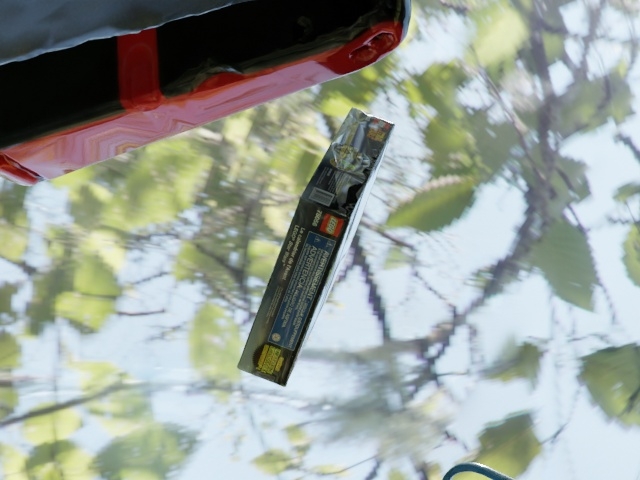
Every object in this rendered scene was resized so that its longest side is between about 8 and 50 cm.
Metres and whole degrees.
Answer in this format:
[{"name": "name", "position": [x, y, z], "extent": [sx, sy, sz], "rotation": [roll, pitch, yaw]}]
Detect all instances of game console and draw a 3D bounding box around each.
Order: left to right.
[{"name": "game console", "position": [-0.100, -0.244, 0.988], "extent": [0.342, 0.060, 0.386], "rotation": [-14, -106, 34]}]

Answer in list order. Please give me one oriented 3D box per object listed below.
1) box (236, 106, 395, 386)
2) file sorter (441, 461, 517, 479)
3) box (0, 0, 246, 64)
[{"name": "box", "position": [0.000, 0.000, 0.853], "extent": [0.027, 0.137, 0.094], "rotation": [22, -65, 2]}, {"name": "file sorter", "position": [0.056, 0.188, 0.749], "extent": [0.118, 0.170, 0.104], "rotation": [23, -58, 24]}, {"name": "box", "position": [-0.124, -0.399, 0.640], "extent": [0.297, 0.471, 0.479], "rotation": [-16, -116, -17]}]
